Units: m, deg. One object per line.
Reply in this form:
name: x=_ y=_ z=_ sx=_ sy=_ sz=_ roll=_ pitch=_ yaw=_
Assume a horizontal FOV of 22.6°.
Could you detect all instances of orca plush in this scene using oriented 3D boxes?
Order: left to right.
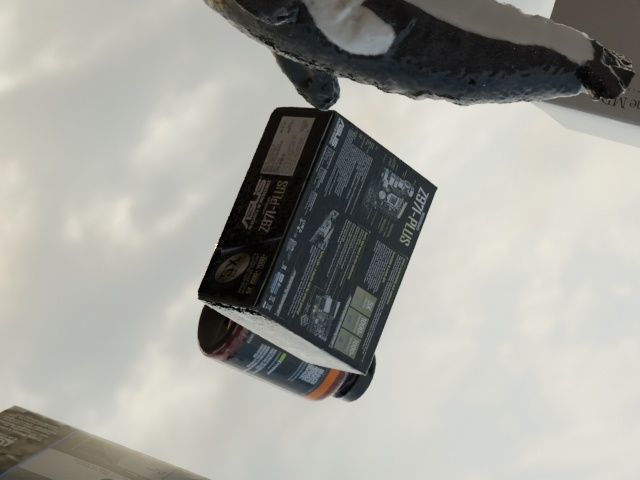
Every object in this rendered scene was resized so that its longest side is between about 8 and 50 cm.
orca plush: x=0.025 y=-0.120 z=0.881 sx=0.151 sy=0.287 sz=0.102 roll=-78 pitch=-174 yaw=-46

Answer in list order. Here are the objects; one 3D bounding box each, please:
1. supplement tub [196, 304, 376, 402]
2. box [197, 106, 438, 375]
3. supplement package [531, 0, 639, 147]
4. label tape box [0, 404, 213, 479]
supplement tub: x=-0.034 y=0.117 z=1.804 sx=0.106 sy=0.198 sz=0.106 roll=-39 pitch=-143 yaw=37
box: x=0.000 y=0.000 z=1.343 sx=0.077 sy=0.147 sz=0.180 roll=8 pitch=-109 yaw=46
supplement package: x=0.344 y=-0.241 z=1.577 sx=0.177 sy=0.175 sz=0.293 roll=17 pitch=-90 yaw=24
label tape box: x=-0.266 y=0.274 z=1.494 sx=0.334 sy=0.241 sz=0.106 roll=-26 pitch=133 yaw=-73
